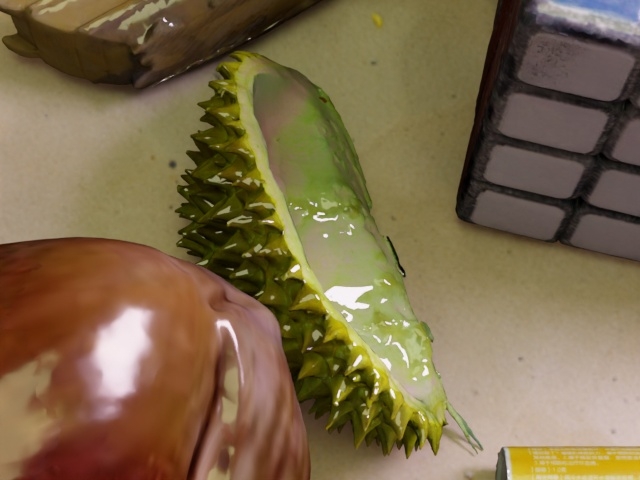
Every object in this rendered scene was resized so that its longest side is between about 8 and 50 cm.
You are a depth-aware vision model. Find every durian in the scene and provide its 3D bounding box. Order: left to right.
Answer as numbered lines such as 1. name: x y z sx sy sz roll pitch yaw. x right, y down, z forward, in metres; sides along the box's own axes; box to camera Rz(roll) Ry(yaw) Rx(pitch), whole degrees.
1. durian: -0.006 0.006 1.230 0.169 0.157 0.355 -16 70 -26

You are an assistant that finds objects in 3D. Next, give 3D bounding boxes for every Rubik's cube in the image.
1. Rubik's cube: 0.306 -0.183 1.214 0.337 0.344 0.344 14 71 2

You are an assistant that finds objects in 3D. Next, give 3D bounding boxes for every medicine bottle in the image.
1. medicine bottle: 0.240 0.181 1.218 0.218 0.074 0.074 0 69 -2

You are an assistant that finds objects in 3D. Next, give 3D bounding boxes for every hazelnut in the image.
1. hazelnut: -0.180 0.157 1.067 0.372 0.372 0.315 -33 51 -14

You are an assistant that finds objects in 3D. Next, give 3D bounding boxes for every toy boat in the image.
1. toy boat: -0.057 -0.265 1.340 0.445 0.136 0.162 -31 69 -13
